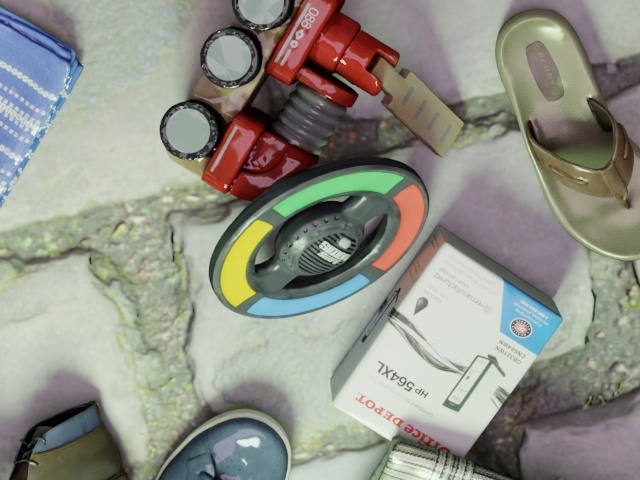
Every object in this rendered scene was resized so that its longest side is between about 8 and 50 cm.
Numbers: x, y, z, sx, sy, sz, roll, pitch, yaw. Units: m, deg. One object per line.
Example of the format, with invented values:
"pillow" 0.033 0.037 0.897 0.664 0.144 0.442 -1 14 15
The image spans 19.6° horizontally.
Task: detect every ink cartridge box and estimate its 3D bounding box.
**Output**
"ink cartridge box" 0.124 0.112 1.863 0.148 0.086 0.203 32 100 -9

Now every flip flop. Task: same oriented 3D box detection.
"flip flop" 0.258 -0.099 1.818 0.112 0.080 0.277 -25 102 5

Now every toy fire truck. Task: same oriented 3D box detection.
"toy fire truck" 0.002 -0.124 1.788 0.246 0.158 0.217 31 101 2

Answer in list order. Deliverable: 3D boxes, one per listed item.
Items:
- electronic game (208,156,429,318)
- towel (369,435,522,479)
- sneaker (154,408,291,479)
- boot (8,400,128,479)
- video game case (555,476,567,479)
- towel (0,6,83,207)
"electronic game" 0.000 0.000 1.789 0.229 0.229 0.048 -31 58 6
"towel" 0.154 0.375 1.898 0.312 0.056 0.324 21 121 -6
"sneaker" -0.149 0.331 1.877 0.131 0.148 0.350 34 100 -9
"boot" -0.299 0.237 1.859 0.219 0.082 0.106 -15 95 -37
"video game case" 0.271 0.348 1.957 0.143 0.019 0.157 30 101 -8
"towel" -0.415 -0.100 1.826 0.243 0.040 0.336 30 101 -7
